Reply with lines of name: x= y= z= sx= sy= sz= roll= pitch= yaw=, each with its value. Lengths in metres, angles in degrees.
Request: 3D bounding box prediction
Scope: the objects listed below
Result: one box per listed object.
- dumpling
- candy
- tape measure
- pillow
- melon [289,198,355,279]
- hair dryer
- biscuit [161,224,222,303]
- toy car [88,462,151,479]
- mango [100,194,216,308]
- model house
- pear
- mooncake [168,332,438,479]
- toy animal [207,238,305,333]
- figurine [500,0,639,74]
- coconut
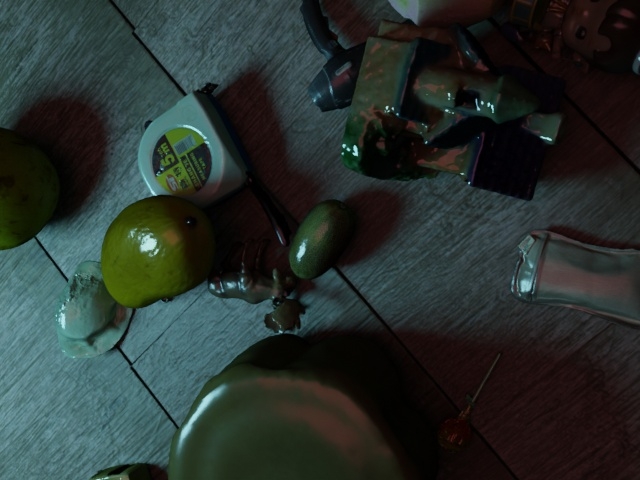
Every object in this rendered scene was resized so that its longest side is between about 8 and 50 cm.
dumpling: x=-0.488 y=0.152 z=1.579 sx=0.153 sy=0.108 sz=0.219 roll=16 pitch=102 yaw=20
candy: x=0.268 y=0.284 z=1.321 sx=0.060 sy=0.060 sz=0.201 roll=29 pitch=95 yaw=18
tape measure: x=-0.208 y=-0.103 z=1.456 sx=0.215 sy=0.098 sz=0.351 roll=-30 pitch=85 yaw=19
pillow: x=0.435 y=0.061 z=1.237 sx=0.233 sy=0.038 sz=0.130 roll=12 pitch=95 yaw=20
melon: x=0.000 y=0.000 z=1.375 sx=0.099 sy=0.099 sz=0.162 roll=37 pitch=108 yaw=16
hair dryer: x=0.038 y=-0.387 z=1.349 sx=0.235 sy=0.091 sz=0.271 roll=-34 pitch=77 yaw=11
biscuit: x=-0.306 y=0.016 z=1.544 sx=0.144 sy=0.016 sz=0.203 roll=44 pitch=109 yaw=13
toy car: x=-0.400 y=0.603 z=1.578 sx=0.124 sy=0.101 sz=0.256 roll=-15 pitch=87 yaw=19
mango: x=-0.322 y=0.022 z=1.438 sx=0.332 sy=0.142 sz=0.195 roll=-22 pitch=104 yaw=41
model house: x=0.224 y=-0.185 z=1.161 sx=0.280 sy=0.312 sz=0.245 roll=18 pitch=97 yaw=22
pear: x=-0.689 y=-0.109 z=1.558 sx=0.284 sy=0.283 sz=0.283 roll=2 pitch=94 yaw=22
mooncake: x=-0.026 y=0.394 z=1.325 sx=0.467 sy=0.262 sz=0.467 roll=2 pitch=97 yaw=19
toy animal: x=-0.122 y=0.090 z=1.445 sx=0.214 sy=0.094 sz=0.186 roll=-3 pitch=88 yaw=29
figurine: x=0.424 y=-0.336 z=1.149 sx=0.275 sy=0.158 sz=0.161 roll=22 pitch=111 yaw=20
coconut: x=0.201 y=-0.451 z=1.209 sx=0.233 sy=0.233 sz=0.245 roll=-43 pitch=71 yaw=19
